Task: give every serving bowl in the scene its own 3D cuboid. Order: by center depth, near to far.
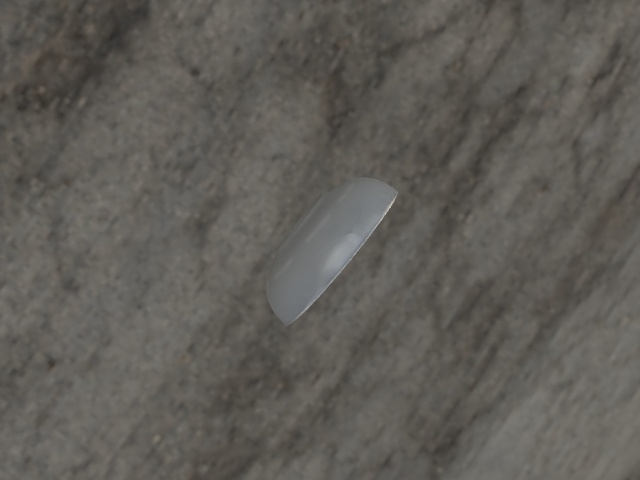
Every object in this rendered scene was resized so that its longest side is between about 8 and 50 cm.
[{"bbox_3d":[0.000,0.000,0.666,0.083,0.027,0.083,-50,-177,4],"label":"serving bowl"}]
